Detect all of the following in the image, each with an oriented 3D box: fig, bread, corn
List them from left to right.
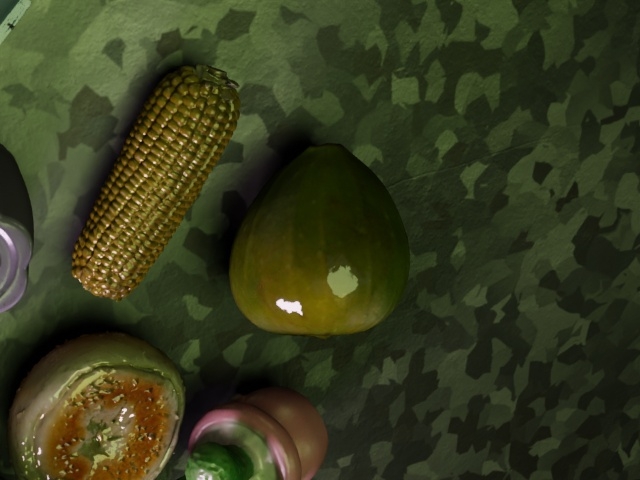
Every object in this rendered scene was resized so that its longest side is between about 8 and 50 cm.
[{"bbox_3d":[-0.363,0.282,1.717,0.305,0.159,0.305,-16,121,-28],"label":"bread"},{"bbox_3d":[-0.251,-0.094,1.626,0.144,0.144,0.387,25,103,-36],"label":"corn"},{"bbox_3d":[0.000,0.000,1.734,0.316,0.316,0.316,-12,118,-25],"label":"fig"}]

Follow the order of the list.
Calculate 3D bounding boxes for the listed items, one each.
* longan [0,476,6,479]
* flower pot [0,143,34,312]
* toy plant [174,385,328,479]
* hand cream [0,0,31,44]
[{"bbox_3d":[-0.563,0.494,1.637,0.297,0.297,0.297,-12,118,-25],"label":"longan"},{"bbox_3d":[-0.501,-0.011,1.454,0.265,0.243,0.265,-15,120,-27],"label":"flower pot"},{"bbox_3d":[-0.155,0.397,1.804,0.317,0.210,0.356,-46,175,33],"label":"toy plant"},{"bbox_3d":[-0.510,-0.358,1.403,0.271,0.058,0.091,37,88,-40],"label":"hand cream"}]
